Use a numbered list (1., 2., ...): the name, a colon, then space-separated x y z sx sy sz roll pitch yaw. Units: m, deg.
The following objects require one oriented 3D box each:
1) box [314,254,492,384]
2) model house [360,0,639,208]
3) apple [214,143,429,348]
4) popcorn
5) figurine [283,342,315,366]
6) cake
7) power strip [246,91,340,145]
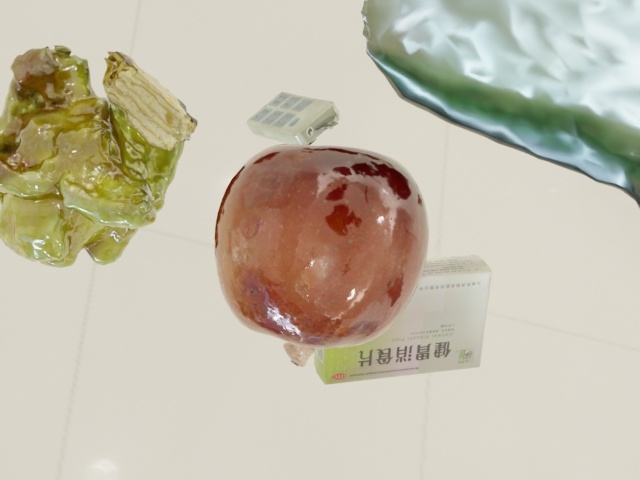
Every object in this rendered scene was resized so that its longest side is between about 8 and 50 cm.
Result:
1. box: 0.124 0.120 1.648 0.260 0.062 0.175 -5 117 -15
2. model house: 0.206 -0.186 0.477 0.298 0.243 0.284 21 58 21
3. apple: 0.000 0.000 1.104 0.218 0.218 0.201 2 100 -29
4. popcorn: -0.345 -0.104 1.616 0.326 0.290 0.321 -35 76 -21
5. figurine: 0.034 0.093 1.780 0.133 0.276 0.200 58 16 20
6. cake: -0.238 -0.184 1.529 0.185 0.116 0.079 39 90 16
7. power strip: -0.042 -0.182 1.628 0.081 0.192 0.035 -40 117 -15
